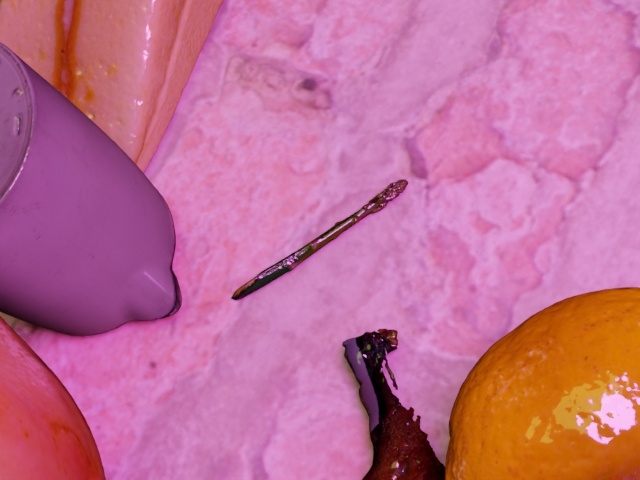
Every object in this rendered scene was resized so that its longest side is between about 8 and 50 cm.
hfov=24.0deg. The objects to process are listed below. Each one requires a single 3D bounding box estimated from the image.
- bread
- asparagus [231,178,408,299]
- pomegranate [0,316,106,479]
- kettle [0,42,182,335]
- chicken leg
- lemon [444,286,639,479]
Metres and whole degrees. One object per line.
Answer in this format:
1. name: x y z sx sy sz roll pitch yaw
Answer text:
1. bread: -0.198 -0.185 1.254 0.167 0.163 0.264 11 66 21
2. asparagus: 0.000 0.000 1.178 0.166 0.013 0.016 -33 68 -2
3. pomegranate: -0.334 0.203 0.973 0.411 0.411 0.411 -7 60 13
4. kettle: -0.238 -0.044 1.128 0.240 0.255 0.165 35 88 28
5. chicken leg: 0.040 0.176 1.048 0.106 0.051 0.253 -1 59 23
6. lemon: 0.174 0.119 0.967 0.207 0.170 0.170 -31 57 6
